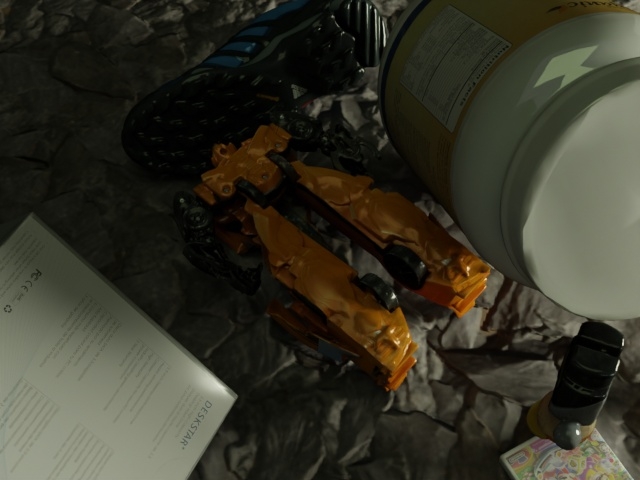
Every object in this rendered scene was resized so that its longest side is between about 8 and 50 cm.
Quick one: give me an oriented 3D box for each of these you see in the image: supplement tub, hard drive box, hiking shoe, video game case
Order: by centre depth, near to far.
[{"bbox_3d":[-0.206,0.125,0.700,0.232,0.089,0.181,47,57,-22],"label":"hard drive box"},{"bbox_3d":[0.219,0.213,0.755,0.087,0.011,0.122,-25,60,-13],"label":"video game case"},{"bbox_3d":[0.194,-0.095,0.764,0.228,0.228,0.316,-15,30,-7],"label":"supplement tub"},{"bbox_3d":[-0.076,-0.169,0.978,0.304,0.113,0.132,-28,30,-8],"label":"hiking shoe"}]

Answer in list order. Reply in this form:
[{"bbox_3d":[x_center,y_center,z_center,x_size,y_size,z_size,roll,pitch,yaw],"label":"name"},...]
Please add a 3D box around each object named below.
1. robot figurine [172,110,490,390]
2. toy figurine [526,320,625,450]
[{"bbox_3d":[0.000,0.000,0.858,0.291,0.085,0.211,38,66,23],"label":"robot figurine"},{"bbox_3d":[0.291,0.156,0.708,0.213,0.148,0.209,-19,52,-15],"label":"toy figurine"}]
